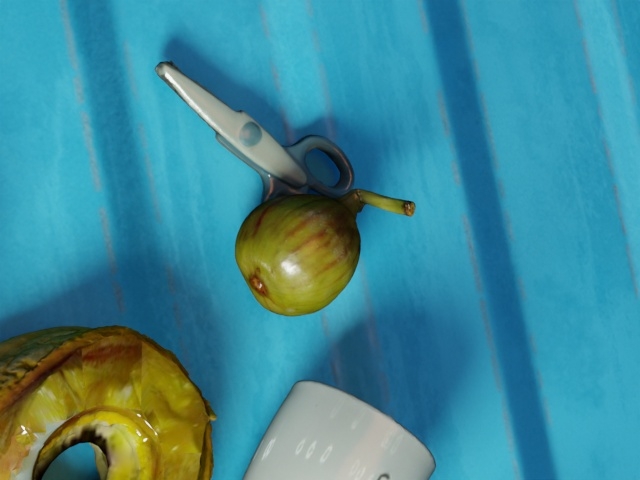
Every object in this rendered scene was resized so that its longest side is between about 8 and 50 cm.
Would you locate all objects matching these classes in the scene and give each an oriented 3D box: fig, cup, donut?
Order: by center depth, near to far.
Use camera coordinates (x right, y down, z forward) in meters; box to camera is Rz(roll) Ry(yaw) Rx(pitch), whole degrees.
[{"bbox_3d":[-0.253,0.246,1.836,0.330,0.160,0.330,3,85,-34],"label":"donut"},{"bbox_3d":[0.010,0.321,1.991,0.234,0.186,0.258,-59,138,-18],"label":"cup"},{"bbox_3d":[-0.011,-0.006,2.040,0.142,0.148,0.186,45,59,-28],"label":"fig"}]

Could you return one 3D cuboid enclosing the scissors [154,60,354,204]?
[{"bbox_3d":[-0.084,-0.117,2.082,0.289,0.041,0.138,40,72,-23],"label":"scissors"}]
